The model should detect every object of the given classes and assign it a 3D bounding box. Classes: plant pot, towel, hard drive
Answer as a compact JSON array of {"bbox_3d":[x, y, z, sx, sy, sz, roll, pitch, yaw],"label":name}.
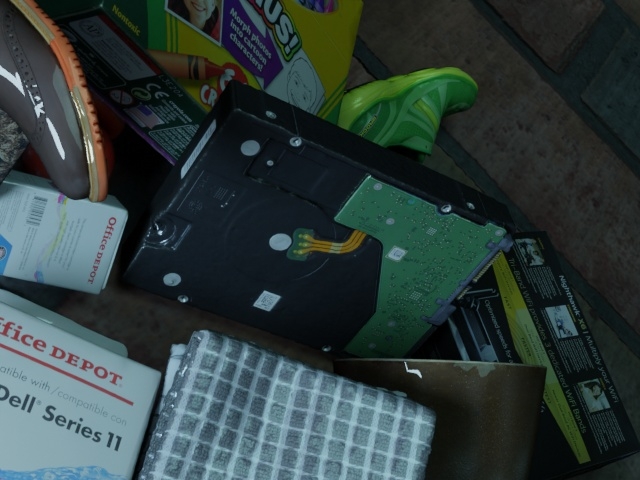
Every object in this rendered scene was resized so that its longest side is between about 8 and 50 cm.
[{"bbox_3d":[0.116,0.238,1.021,0.215,0.215,0.230,7,80,-35],"label":"plant pot"},{"bbox_3d":[-0.042,0.226,0.832,0.235,0.121,0.283,17,67,-6],"label":"towel"},{"bbox_3d":[0.000,0.000,1.043,0.339,0.237,0.064,22,34,-25],"label":"hard drive"}]

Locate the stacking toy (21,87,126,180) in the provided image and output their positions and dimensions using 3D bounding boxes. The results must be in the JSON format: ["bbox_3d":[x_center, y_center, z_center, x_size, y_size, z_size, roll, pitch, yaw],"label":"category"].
[{"bbox_3d":[-0.236,-0.185,1.070,0.141,0.141,0.330,25,57,-24],"label":"stacking toy"}]

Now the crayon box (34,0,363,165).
[{"bbox_3d":[-0.103,-0.237,1.073,0.363,0.106,0.313,44,49,-46],"label":"crayon box"}]

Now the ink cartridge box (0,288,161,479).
[{"bbox_3d":[-0.262,0.172,0.811,0.207,0.119,0.353,28,49,-20],"label":"ink cartridge box"}]

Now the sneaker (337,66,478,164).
[{"bbox_3d":[0.104,-0.153,1.336,0.296,0.109,0.123,-23,100,-45],"label":"sneaker"}]

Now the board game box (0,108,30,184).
[{"bbox_3d":[-0.402,-0.110,0.803,0.291,0.232,0.141,1,63,-37],"label":"board game box"}]

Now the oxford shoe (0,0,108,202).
[{"bbox_3d":[-0.240,-0.133,0.733,0.098,0.097,0.271,-27,78,-24],"label":"oxford shoe"}]

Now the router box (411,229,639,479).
[{"bbox_3d":[0.231,0.143,1.241,0.243,0.081,0.308,-3,65,-39],"label":"router box"}]

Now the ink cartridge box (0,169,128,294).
[{"bbox_3d":[-0.253,-0.008,0.952,0.122,0.088,0.052,15,11,-30],"label":"ink cartridge box"}]
